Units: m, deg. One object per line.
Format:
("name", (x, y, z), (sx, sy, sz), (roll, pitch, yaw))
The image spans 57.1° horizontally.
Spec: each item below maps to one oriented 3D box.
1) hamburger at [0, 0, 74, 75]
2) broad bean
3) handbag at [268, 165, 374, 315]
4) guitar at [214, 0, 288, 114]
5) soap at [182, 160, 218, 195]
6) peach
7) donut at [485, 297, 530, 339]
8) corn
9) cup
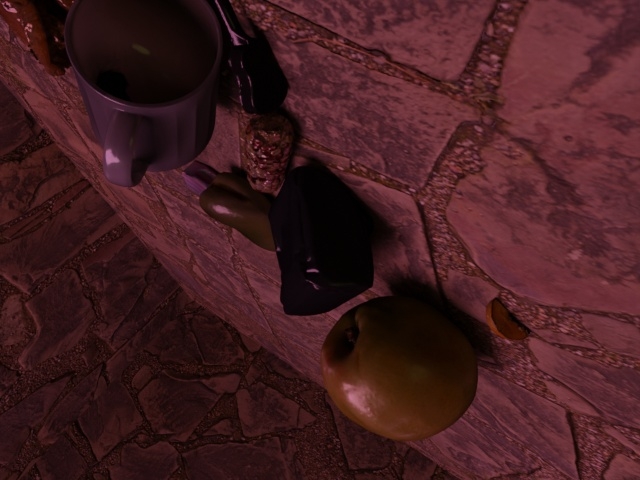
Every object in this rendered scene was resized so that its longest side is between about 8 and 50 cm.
("hamburger", (-0.485, -0.436, 1.094), (0.260, 0.211, 0.245), (51, 162, -18))
("broad bean", (-0.171, -0.065, 1.465), (0.189, 0.121, 0.263), (10, 158, 47))
("handbag", (0.003, 0.001, 1.211), (0.178, 0.274, 0.302), (-1, 164, -15))
("guitar", (-0.126, -0.319, 0.897), (0.038, 0.084, 0.271), (15, 141, 41))
("soap", (-0.299, -0.149, 1.575), (0.149, 0.056, 0.100), (35, 161, 19))
("peach", (0.170, 0.262, 1.235), (0.316, 0.314, 0.281), (39, 145, -5))
("donut", (0.335, 0.147, 1.065), (0.083, 0.067, 0.038), (13, 159, -17))
("corn", (-0.106, -0.159, 1.148), (0.092, 0.092, 0.280), (40, 161, 5))
("cup", (-0.304, -0.234, 1.026), (0.237, 0.322, 0.327), (13, 165, -11))
